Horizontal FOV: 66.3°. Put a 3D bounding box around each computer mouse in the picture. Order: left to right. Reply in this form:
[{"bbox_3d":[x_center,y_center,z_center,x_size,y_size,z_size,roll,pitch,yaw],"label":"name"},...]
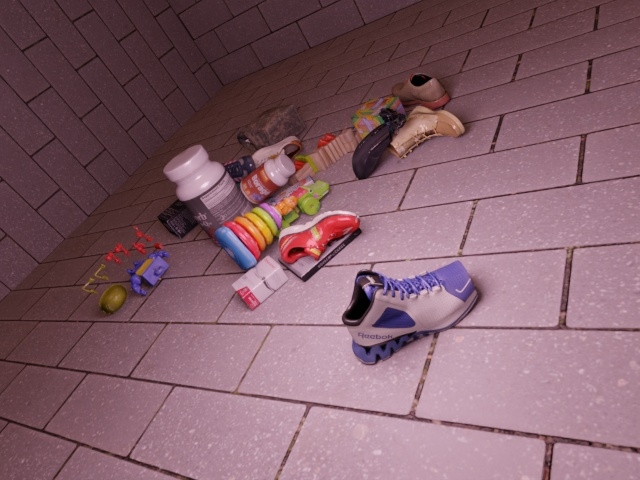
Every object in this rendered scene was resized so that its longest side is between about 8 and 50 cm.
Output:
[{"bbox_3d":[0.182,-0.347,1.734,0.272,0.072,0.188,-59,24,16],"label":"computer mouse"}]

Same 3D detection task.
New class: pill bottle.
[{"bbox_3d":[-0.417,-0.170,1.876,0.210,0.363,0.210,-24,31,16],"label":"pill bottle"},{"bbox_3d":[-0.208,-0.248,1.952,0.216,0.121,0.121,-33,28,28],"label":"pill bottle"}]

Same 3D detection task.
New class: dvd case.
[{"bbox_3d":[-0.006,0.017,1.553,0.239,0.029,0.179,-41,31,-12],"label":"dvd case"}]

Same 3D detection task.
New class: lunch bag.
[{"bbox_3d":[-0.260,-0.558,2.474,0.287,0.169,0.235,14,55,46],"label":"lunch bag"}]

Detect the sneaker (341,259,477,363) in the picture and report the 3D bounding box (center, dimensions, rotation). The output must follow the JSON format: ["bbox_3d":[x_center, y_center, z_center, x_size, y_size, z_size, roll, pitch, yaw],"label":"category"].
[{"bbox_3d":[0.177,0.128,1.072,0.316,0.182,0.127,-32,32,3],"label":"sneaker"}]

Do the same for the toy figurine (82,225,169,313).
[{"bbox_3d":[-0.720,0.120,1.936,0.217,0.191,0.362,2,46,38],"label":"toy figurine"}]

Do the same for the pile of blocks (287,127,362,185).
[{"bbox_3d":[-0.002,-0.365,2.011,0.362,0.112,0.149,-35,31,-3],"label":"pile of blocks"}]

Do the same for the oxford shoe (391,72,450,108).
[{"bbox_3d":[0.391,-0.629,1.997,0.123,0.130,0.348,-40,31,-10],"label":"oxford shoe"}]

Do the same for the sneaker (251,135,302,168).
[{"bbox_3d":[-0.215,-0.378,2.234,0.290,0.106,0.123,-33,32,2],"label":"sneaker"}]

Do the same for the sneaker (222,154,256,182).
[{"bbox_3d":[-0.396,-0.306,2.212,0.131,0.112,0.319,-18,5,-30],"label":"sneaker"}]

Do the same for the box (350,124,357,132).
[{"bbox_3d":[0.190,-0.483,2.082,0.137,0.027,0.094,-5,39,40],"label":"box"}]

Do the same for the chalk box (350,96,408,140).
[{"bbox_3d":[0.249,-0.463,1.893,0.132,0.132,0.213,-47,33,-21],"label":"chalk box"}]

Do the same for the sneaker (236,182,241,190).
[{"bbox_3d":[-0.427,-0.220,2.207,0.275,0.110,0.107,-10,40,33],"label":"sneaker"}]

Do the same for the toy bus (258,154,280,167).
[{"bbox_3d":[-0.223,-0.281,2.107,0.191,0.104,0.202,-31,30,5],"label":"toy bus"}]

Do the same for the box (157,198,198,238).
[{"bbox_3d":[-0.621,-0.125,2.255,0.207,0.108,0.153,-44,32,-18],"label":"box"}]

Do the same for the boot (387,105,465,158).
[{"bbox_3d":[0.350,-0.363,1.697,0.203,0.095,0.262,-43,39,-7],"label":"boot"}]

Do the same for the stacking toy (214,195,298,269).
[{"bbox_3d":[-0.188,-0.057,1.628,0.302,0.165,0.175,-42,6,-20],"label":"stacking toy"}]

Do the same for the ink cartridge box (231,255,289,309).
[{"bbox_3d":[-0.187,0.130,1.528,0.150,0.063,0.109,-39,31,-11],"label":"ink cartridge box"}]

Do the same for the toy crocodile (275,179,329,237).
[{"bbox_3d":[-0.113,-0.111,1.760,0.341,0.105,0.115,-38,31,-9],"label":"toy crocodile"}]

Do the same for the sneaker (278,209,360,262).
[{"bbox_3d":[0.000,0.000,1.476,0.279,0.107,0.118,-22,52,24],"label":"sneaker"}]

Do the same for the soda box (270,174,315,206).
[{"bbox_3d":[-0.098,-0.172,1.873,0.183,0.063,0.058,-32,31,3],"label":"soda box"}]
